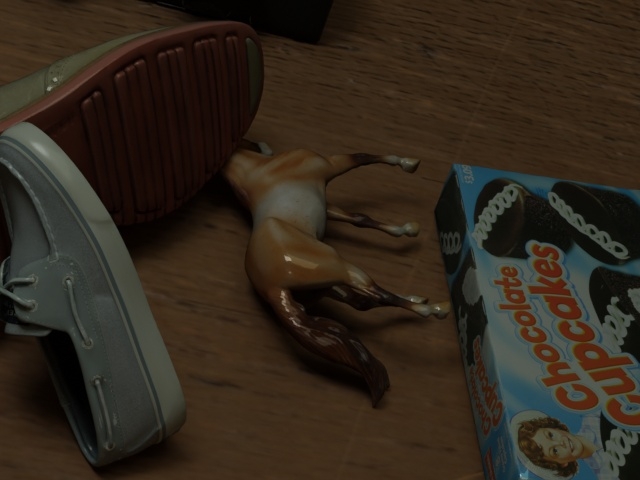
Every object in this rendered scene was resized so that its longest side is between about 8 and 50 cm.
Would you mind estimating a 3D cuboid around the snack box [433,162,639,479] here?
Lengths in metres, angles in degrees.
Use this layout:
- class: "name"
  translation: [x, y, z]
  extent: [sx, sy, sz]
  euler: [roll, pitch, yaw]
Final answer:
- class: "snack box"
  translation: [0.199, 0.079, 1.225]
  extent: [0.187, 0.060, 0.322]
  euler: [8, 43, -14]

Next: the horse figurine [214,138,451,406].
- class: "horse figurine"
  translation: [0.000, 0.000, 1.226]
  extent: [0.174, 0.066, 0.263]
  euler: [9, 42, -14]

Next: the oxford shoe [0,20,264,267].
- class: "oxford shoe"
  translation: [-0.201, -0.076, 1.164]
  extent: [0.146, 0.140, 0.397]
  euler: [20, 35, 36]

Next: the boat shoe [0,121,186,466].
- class: "boat shoe"
  translation: [-0.162, 0.039, 1.034]
  extent: [0.081, 0.079, 0.228]
  euler: [-31, 105, -29]

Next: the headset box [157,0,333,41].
- class: "headset box"
  translation: [-0.084, -0.312, 1.496]
  extent: [0.218, 0.110, 0.293]
  euler: [14, 41, -8]
